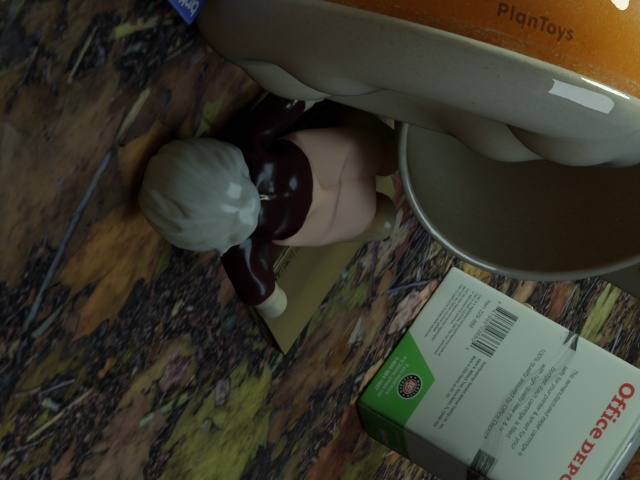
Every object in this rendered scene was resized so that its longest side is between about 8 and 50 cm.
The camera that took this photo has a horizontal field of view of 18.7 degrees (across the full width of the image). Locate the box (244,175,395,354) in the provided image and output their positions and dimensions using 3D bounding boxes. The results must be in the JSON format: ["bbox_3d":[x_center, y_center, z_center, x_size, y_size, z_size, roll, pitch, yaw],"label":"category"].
[{"bbox_3d":[0.000,0.000,1.844,0.201,0.021,0.164,-56,160,-13],"label":"box"}]

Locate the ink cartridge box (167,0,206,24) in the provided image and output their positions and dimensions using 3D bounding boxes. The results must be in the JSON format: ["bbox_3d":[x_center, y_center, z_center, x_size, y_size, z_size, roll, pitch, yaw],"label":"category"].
[{"bbox_3d":[-0.049,-0.308,1.235,0.311,0.065,0.186,-61,161,-6],"label":"ink cartridge box"}]

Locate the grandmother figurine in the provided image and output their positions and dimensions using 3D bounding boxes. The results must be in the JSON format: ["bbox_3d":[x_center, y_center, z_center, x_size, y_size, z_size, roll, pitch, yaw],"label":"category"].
[{"bbox_3d":[-0.039,-0.038,1.600,0.342,0.104,0.208,-2,93,-64],"label":"grandmother figurine"}]

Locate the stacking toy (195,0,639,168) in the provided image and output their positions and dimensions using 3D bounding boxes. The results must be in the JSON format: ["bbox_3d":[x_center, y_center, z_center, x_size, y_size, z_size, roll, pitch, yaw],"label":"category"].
[{"bbox_3d":[0.134,-0.309,1.384,0.350,0.350,0.480,16,90,-70],"label":"stacking toy"}]

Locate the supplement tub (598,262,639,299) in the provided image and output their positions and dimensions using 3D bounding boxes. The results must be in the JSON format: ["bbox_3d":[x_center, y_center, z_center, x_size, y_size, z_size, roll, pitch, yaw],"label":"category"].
[{"bbox_3d":[0.294,-0.090,1.980,0.235,0.324,0.235,-49,158,-28],"label":"supplement tub"}]

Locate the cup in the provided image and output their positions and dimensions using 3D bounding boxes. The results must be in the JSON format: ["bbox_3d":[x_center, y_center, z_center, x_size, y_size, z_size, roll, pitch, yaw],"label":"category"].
[{"bbox_3d":[0.207,-0.165,1.734,0.237,0.331,0.331,-106,-156,-50],"label":"cup"}]

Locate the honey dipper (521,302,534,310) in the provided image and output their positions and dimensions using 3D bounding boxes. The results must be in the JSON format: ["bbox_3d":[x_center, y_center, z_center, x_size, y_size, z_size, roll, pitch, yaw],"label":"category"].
[{"bbox_3d":[0.237,0.123,2.585,0.160,0.030,0.030,-29,144,-51],"label":"honey dipper"}]

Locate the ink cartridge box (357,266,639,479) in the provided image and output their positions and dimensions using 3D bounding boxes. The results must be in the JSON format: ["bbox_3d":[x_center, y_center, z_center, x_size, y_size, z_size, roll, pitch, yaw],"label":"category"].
[{"bbox_3d":[0.222,0.199,2.264,0.211,0.289,0.121,-53,159,-19],"label":"ink cartridge box"}]
